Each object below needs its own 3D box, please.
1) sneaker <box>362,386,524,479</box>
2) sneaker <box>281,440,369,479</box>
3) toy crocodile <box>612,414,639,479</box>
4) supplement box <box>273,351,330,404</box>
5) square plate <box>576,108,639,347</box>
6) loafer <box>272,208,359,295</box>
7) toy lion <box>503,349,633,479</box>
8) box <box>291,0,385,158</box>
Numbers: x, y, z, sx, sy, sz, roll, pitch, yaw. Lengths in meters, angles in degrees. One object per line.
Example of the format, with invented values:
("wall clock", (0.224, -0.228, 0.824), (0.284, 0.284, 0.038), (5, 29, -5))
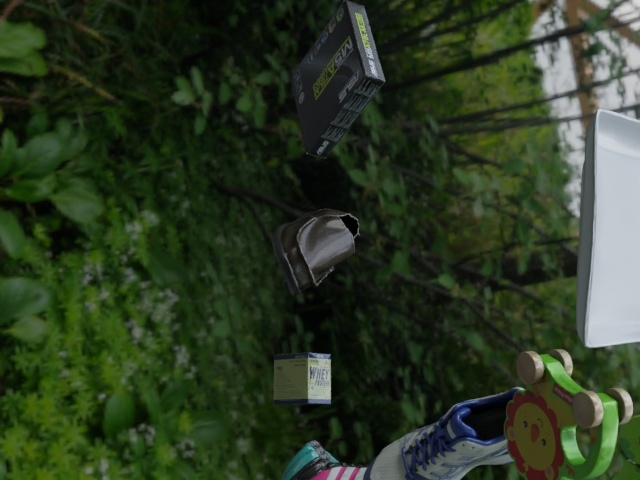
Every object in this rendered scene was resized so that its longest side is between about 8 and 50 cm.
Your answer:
("sneaker", (0.186, 0.289, 1.402), (0.131, 0.296, 0.111), (56, 10, -51))
("sneaker", (0.050, 0.448, 1.827), (0.178, 0.296, 0.123), (-131, -151, -54))
("toy crocodile", (0.427, 0.320, 1.260), (0.105, 0.340, 0.115), (37, 15, 36))
("supplement box", (-0.030, 0.231, 1.603), (0.056, 0.083, 0.083), (12, 73, -45))
("square plate", (0.490, -0.012, 1.498), (0.347, 0.049, 0.344), (3, 89, -46))
("loafer", (0.000, 0.000, 1.199), (0.220, 0.078, 0.080), (-59, 130, -68))
("toy lion", (0.160, 0.129, 0.654), (0.100, 0.034, 0.096), (-143, -125, -61))
("box", (0.024, -0.262, 1.570), (0.045, 0.190, 0.184), (14, 47, -27))
